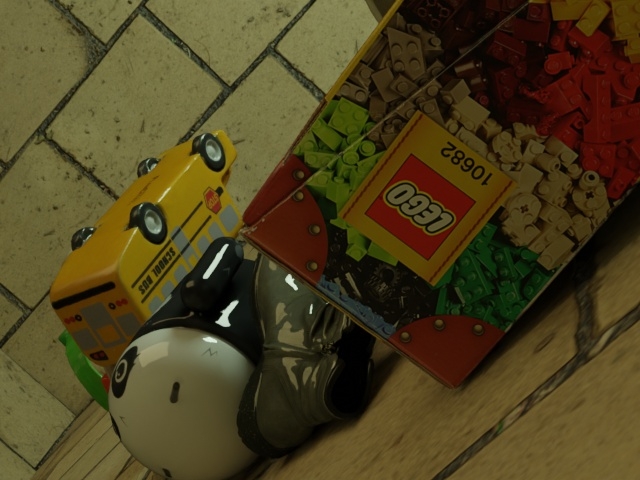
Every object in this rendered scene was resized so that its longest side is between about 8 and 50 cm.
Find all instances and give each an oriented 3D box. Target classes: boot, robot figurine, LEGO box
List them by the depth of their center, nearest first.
[{"bbox_3d":[0.166,-0.170,0.993,0.372,0.193,0.500,-53,3,24],"label":"LEGO box"},{"bbox_3d":[0.005,0.068,1.120,0.161,0.083,0.246,-38,38,47],"label":"boot"},{"bbox_3d":[-0.105,0.124,1.264,0.173,0.209,0.278,-29,14,28],"label":"robot figurine"}]

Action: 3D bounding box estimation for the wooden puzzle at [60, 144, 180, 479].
[{"bbox_3d":[-0.217,0.093,1.640,0.080,0.348,0.322,-5,26,24],"label":"wooden puzzle"}]

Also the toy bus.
[{"bbox_3d":[-0.188,-0.004,1.472,0.108,0.130,0.333,-20,21,30],"label":"toy bus"}]

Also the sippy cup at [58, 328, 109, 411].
[{"bbox_3d":[-0.241,0.137,1.910,0.305,0.224,0.240,-49,5,-16],"label":"sippy cup"}]

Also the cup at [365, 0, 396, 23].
[{"bbox_3d":[0.224,-0.339,1.487,0.331,0.331,0.237,-46,-12,9],"label":"cup"}]
